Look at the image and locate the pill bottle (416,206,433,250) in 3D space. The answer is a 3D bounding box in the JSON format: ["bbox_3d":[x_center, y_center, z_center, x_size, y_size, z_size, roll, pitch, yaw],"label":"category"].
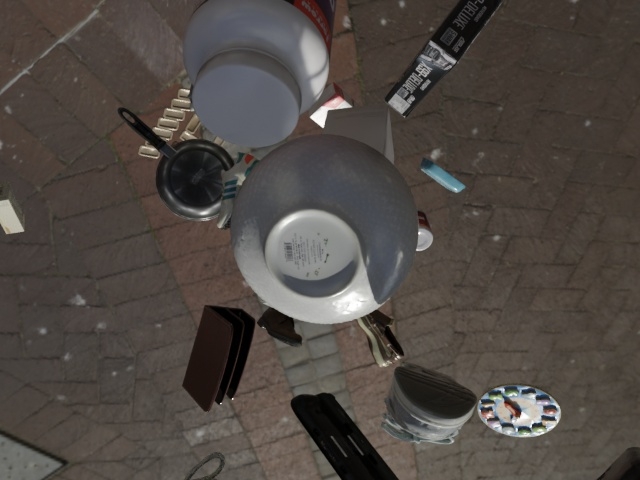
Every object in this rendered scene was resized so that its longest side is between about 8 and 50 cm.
[{"bbox_3d":[0.290,-0.041,1.639,0.085,0.152,0.086,0,121,1],"label":"pill bottle"}]

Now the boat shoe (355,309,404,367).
[{"bbox_3d":[0.170,0.239,1.563,0.095,0.095,0.258,-21,102,21],"label":"boat shoe"}]

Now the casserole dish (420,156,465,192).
[{"bbox_3d":[0.418,-0.221,1.862,0.188,0.114,0.037,32,97,-16],"label":"casserole dish"}]

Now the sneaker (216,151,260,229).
[{"bbox_3d":[-0.172,-0.101,1.072,0.075,0.057,0.161,33,99,16],"label":"sneaker"}]

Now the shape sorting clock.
[{"bbox_3d":[0.517,0.448,1.408,0.206,0.040,0.206,11,129,14],"label":"shape sorting clock"}]

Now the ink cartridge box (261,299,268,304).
[{"bbox_3d":[-0.091,0.088,1.538,0.093,0.213,0.154,2,165,19],"label":"ink cartridge box"}]

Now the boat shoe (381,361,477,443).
[{"bbox_3d":[0.148,0.245,0.785,0.118,0.320,0.103,17,85,8],"label":"boat shoe"}]

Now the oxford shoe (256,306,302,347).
[{"bbox_3d":[-0.115,0.252,1.630,0.082,0.227,0.096,34,86,-36],"label":"oxford shoe"}]

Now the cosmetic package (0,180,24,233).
[{"bbox_3d":[-0.715,-0.074,1.228,0.041,0.060,0.115,-10,144,-16],"label":"cosmetic package"}]

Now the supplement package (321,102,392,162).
[{"bbox_3d":[0.097,-0.206,1.414,0.175,0.293,0.178,-3,131,12],"label":"supplement package"}]

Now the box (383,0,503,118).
[{"bbox_3d":[0.279,-0.438,1.213,0.076,0.307,0.243,38,76,-4],"label":"box"}]

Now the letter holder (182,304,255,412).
[{"bbox_3d":[-0.321,0.399,1.813,0.151,0.214,0.302,13,96,-39],"label":"letter holder"}]

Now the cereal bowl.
[{"bbox_3d":[0.000,0.000,0.915,0.338,0.141,0.339,3,112,8],"label":"cereal bowl"}]

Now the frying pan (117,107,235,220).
[{"bbox_3d":[-0.318,-0.204,1.273,0.197,0.053,0.326,-27,96,-12],"label":"frying pan"}]

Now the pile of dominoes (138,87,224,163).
[{"bbox_3d":[-0.379,-0.306,1.540,0.195,0.040,0.251,30,100,-34],"label":"pile of dominoes"}]

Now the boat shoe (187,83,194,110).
[{"bbox_3d":[-0.192,-0.338,1.154,0.116,0.319,0.099,-9,100,-38],"label":"boat shoe"}]

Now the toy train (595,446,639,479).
[{"bbox_3d":[0.193,0.301,0.347,0.334,0.190,0.142,-53,153,10],"label":"toy train"}]

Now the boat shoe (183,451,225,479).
[{"bbox_3d":[-0.133,0.314,0.578,0.135,0.367,0.157,-36,91,-20],"label":"boat shoe"}]

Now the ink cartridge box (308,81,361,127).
[{"bbox_3d":[0.069,-0.384,1.682,0.115,0.067,0.198,-37,132,27],"label":"ink cartridge box"}]

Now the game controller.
[{"bbox_3d":[0.059,0.455,1.165,0.166,0.319,0.067,13,114,-49],"label":"game controller"}]

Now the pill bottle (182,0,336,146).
[{"bbox_3d":[-0.072,-0.282,0.703,0.181,0.323,0.182,3,146,2],"label":"pill bottle"}]
